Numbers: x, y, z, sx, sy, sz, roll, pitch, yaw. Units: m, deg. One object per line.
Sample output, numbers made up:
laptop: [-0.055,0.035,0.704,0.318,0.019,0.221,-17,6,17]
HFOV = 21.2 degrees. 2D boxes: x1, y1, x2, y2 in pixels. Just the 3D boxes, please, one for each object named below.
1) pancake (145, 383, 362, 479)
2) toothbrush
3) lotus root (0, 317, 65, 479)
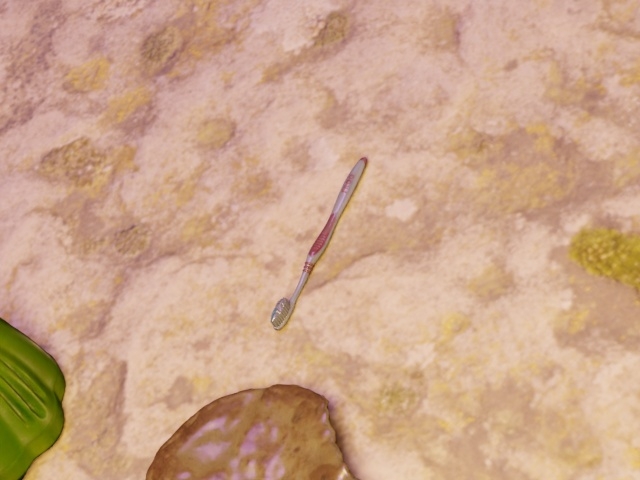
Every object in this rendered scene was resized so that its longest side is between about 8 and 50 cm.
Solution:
pancake: [-0.057,0.227,1.454,0.222,0.042,0.236,-49,47,-4]
toothbrush: [0.000,0.000,1.595,0.013,0.019,0.193,13,64,34]
lotus root: [-0.344,0.121,1.573,0.186,0.186,0.186,-13,54,19]
